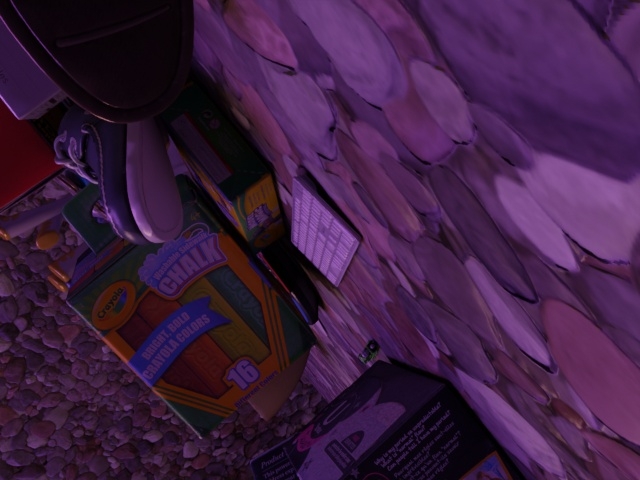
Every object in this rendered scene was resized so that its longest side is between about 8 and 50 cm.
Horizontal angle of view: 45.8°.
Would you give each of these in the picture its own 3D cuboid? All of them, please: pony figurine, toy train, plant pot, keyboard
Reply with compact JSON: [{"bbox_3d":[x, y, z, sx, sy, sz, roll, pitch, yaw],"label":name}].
[{"bbox_3d":[-0.356,-0.066,1.375,0.350,0.363,0.303,27,152,31],"label":"pony figurine"},{"bbox_3d":[0.057,0.138,0.923,0.017,0.023,0.083,50,171,13],"label":"toy train"},{"bbox_3d":[-0.129,0.220,1.644,0.284,0.191,0.284,51,171,11],"label":"plant pot"},{"bbox_3d":[0.000,0.000,0.700,0.072,0.014,0.256,51,171,7],"label":"keyboard"}]

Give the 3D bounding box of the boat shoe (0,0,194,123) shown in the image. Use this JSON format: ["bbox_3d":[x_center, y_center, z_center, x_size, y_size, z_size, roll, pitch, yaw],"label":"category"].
[{"bbox_3d":[-0.162,-0.215,0.414,0.104,0.110,0.307,44,159,59],"label":"boat shoe"}]

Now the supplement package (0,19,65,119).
[{"bbox_3d":[-0.250,-0.240,0.579,0.262,0.145,0.204,54,171,-18],"label":"supplement package"}]

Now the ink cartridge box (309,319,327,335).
[{"bbox_3d":[-0.072,0.107,1.332,0.180,0.060,0.104,45,168,37],"label":"ink cartridge box"}]

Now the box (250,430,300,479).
[{"bbox_3d":[0.094,0.493,1.133,0.293,0.211,0.396,50,-167,-47],"label":"box"}]

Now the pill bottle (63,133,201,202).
[{"bbox_3d":[-0.264,-0.104,1.113,0.264,0.146,0.146,29,159,38],"label":"pill bottle"}]

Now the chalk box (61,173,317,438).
[{"bbox_3d":[-0.172,0.046,0.890,0.289,0.180,0.179,50,179,-20],"label":"chalk box"}]

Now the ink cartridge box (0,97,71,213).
[{"bbox_3d":[-0.384,-0.176,0.732,0.309,0.130,0.272,55,-175,-26],"label":"ink cartridge box"}]

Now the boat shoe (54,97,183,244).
[{"bbox_3d":[-0.199,-0.084,0.728,0.319,0.099,0.116,-113,6,-55],"label":"boat shoe"}]

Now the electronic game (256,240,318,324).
[{"bbox_3d":[-0.079,0.031,1.109,0.229,0.048,0.229,50,171,11],"label":"electronic game"}]

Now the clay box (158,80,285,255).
[{"bbox_3d":[-0.099,-0.064,0.816,0.127,0.053,0.222,51,170,14],"label":"clay box"}]

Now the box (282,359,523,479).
[{"bbox_3d":[0.071,0.232,0.773,0.142,0.163,0.247,50,171,-2],"label":"box"}]

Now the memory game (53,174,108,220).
[{"bbox_3d":[-0.362,-0.069,1.145,0.186,0.012,0.186,36,170,7],"label":"memory game"}]
